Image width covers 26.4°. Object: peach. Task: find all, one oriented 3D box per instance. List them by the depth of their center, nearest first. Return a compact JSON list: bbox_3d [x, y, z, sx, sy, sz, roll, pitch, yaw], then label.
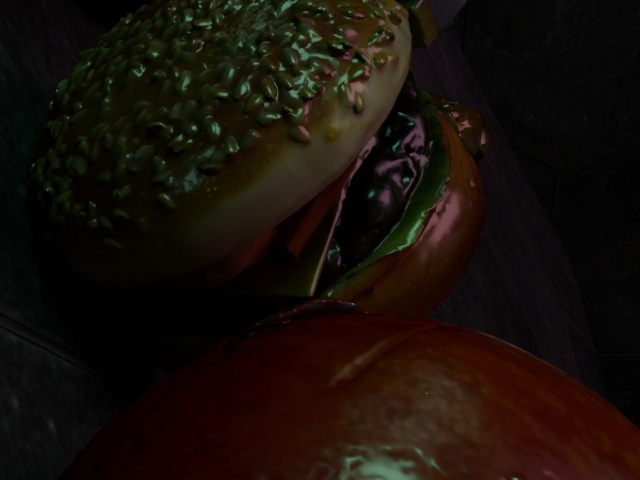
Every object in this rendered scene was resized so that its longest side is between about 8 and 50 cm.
[{"bbox_3d":[0.031,0.209,0.675,0.370,0.370,0.370,58,17,-29],"label":"peach"}]

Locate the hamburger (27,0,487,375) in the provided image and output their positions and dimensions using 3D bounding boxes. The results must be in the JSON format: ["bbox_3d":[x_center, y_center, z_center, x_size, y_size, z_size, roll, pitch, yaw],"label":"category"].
[{"bbox_3d":[-0.044,-0.053,0.889,0.225,0.291,0.291,54,19,-33],"label":"hamburger"}]

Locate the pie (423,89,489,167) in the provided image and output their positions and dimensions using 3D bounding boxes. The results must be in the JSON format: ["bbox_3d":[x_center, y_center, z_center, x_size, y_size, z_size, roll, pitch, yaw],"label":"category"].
[{"bbox_3d":[0.011,-0.125,1.275,0.308,0.308,0.085,-21,128,-75],"label":"pie"}]

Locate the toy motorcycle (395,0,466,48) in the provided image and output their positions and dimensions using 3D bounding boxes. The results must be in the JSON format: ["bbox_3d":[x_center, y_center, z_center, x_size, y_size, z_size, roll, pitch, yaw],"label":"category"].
[{"bbox_3d":[-0.024,-0.286,1.234,0.168,0.410,0.237,-50,131,-23],"label":"toy motorcycle"}]

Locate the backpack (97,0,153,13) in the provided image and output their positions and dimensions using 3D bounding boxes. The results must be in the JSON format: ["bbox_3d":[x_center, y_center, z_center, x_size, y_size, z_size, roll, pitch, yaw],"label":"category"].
[{"bbox_3d":[-0.155,-0.257,1.147,0.120,0.106,0.165,14,33,-44],"label":"backpack"}]
